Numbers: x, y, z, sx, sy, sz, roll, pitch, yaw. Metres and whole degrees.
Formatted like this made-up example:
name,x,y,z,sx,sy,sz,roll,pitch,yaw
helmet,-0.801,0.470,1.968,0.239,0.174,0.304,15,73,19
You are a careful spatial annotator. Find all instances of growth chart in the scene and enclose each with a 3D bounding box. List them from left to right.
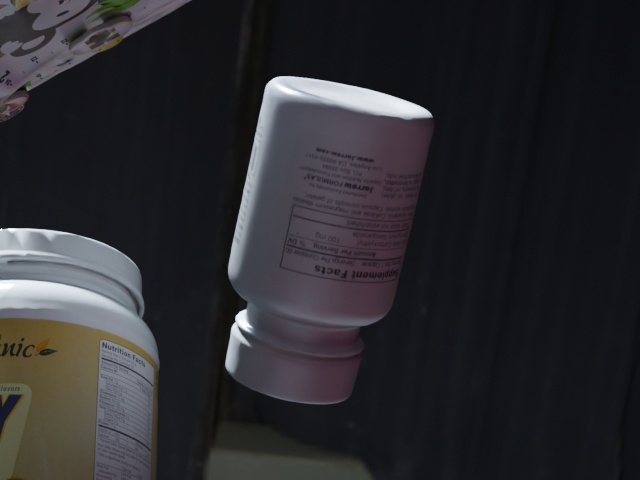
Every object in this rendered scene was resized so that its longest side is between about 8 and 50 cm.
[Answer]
name,x,y,z,sx,sy,sz,roll,pitch,yaw
growth chart,-0.102,-0.101,0.673,0.237,0.021,0.172,-27,-6,11

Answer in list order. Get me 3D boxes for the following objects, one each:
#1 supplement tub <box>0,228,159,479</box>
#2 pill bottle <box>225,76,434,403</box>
name,x,y,z,sx,sy,sz,roll,pitch,yaw
supplement tub,-0.253,0.171,1.295,0.228,0.228,0.316,4,62,-10
pill bottle,0.000,0.000,1.157,0.131,0.229,0.131,12,13,-3
